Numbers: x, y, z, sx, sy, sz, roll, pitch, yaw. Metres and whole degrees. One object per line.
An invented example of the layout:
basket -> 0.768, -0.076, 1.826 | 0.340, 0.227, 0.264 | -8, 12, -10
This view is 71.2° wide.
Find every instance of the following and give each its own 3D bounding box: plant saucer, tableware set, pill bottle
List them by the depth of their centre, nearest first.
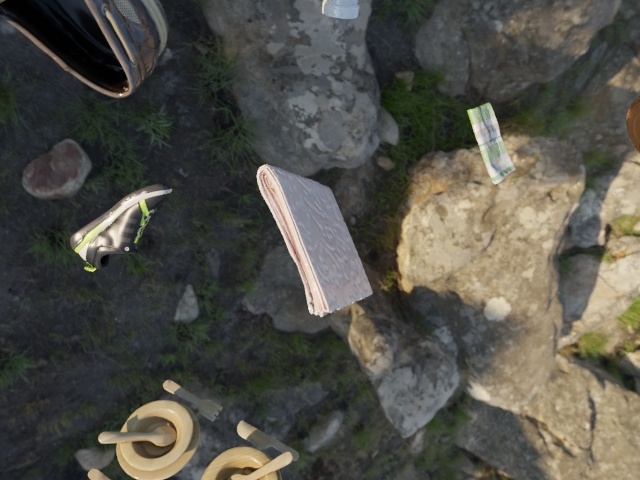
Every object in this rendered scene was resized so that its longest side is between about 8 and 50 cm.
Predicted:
tableware set -> -0.129, 0.228, 0.469 | 0.128, 0.194, 0.039 | -54, 159, -42
plant saucer -> 0.385, -0.129, 0.515 | 0.013, 0.083, 0.083 | -20, 138, 2
pill bottle -> 0.048, -0.528, 0.846 | 0.103, 0.103, 0.184 | -24, 137, -33

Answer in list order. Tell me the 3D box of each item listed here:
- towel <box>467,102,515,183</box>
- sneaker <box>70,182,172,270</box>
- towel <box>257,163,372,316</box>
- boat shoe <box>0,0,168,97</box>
towel -> 0.342, -0.196, 0.888 | 0.113, 0.023, 0.152 | -31, 101, -49
sneaker -> -0.371, -0.024, 0.874 | 0.234, 0.084, 0.097 | -33, 99, 8
towel -> 0.000, 0.000, 0.995 | 0.053, 0.317, 0.332 | -25, 170, 19
boat shoe -> -0.283, -0.274, 0.408 | 0.132, 0.130, 0.355 | -19, 148, 24
